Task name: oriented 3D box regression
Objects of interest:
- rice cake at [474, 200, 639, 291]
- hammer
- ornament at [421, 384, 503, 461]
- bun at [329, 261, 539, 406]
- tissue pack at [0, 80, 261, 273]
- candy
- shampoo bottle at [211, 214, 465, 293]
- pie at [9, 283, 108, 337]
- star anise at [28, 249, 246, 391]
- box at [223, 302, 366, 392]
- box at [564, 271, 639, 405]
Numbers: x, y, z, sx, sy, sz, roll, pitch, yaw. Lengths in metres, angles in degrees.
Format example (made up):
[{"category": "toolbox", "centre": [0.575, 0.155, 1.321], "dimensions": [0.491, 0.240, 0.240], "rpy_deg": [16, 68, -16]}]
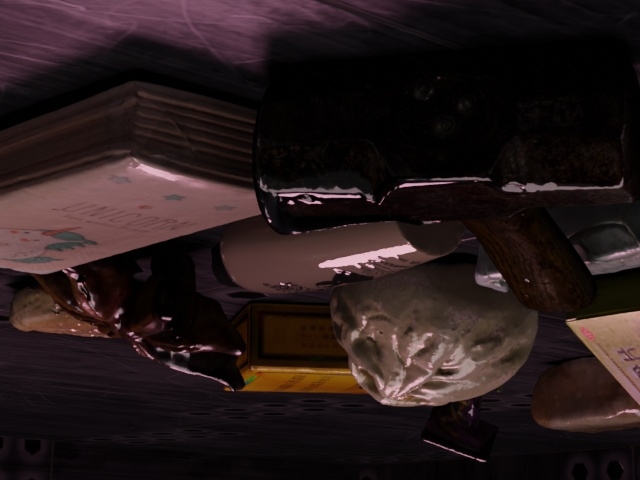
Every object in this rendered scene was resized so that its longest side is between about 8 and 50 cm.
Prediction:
[{"category": "rice cake", "centre": [0.248, -0.011, 1.320], "dimensions": [0.063, 0.066, 0.336], "rpy_deg": [19, 159, -33]}, {"category": "hammer", "centre": [0.127, -0.022, 1.153], "dimensions": [0.242, 0.095, 0.409], "rpy_deg": [-5, 163, 18]}, {"category": "ornament", "centre": [0.172, 0.140, 1.826], "dimensions": [0.081, 0.203, 0.088], "rpy_deg": [13, -152, 10]}, {"category": "bun", "centre": [0.111, 0.105, 1.680], "dimensions": [0.231, 0.133, 0.231], "rpy_deg": [6, 162, 2]}, {"category": "tissue pack", "centre": [-0.171, -0.039, 1.176], "dimensions": [0.170, 0.071, 0.325], "rpy_deg": [14, 161, -42]}, {"category": "candy", "centre": [0.410, 0.216, 2.287], "dimensions": [0.104, 0.102, 0.234], "rpy_deg": [11, 165, -40]}, {"category": "shampoo bottle", "centre": [0.000, 0.000, 1.340], "dimensions": [0.127, 0.078, 0.257], "rpy_deg": [9, 166, -40]}, {"category": "pie", "centre": [-0.251, 0.082, 1.789], "dimensions": [0.185, 0.052, 0.218], "rpy_deg": [-9, 167, 29]}, {"category": "star anise", "centre": [-0.175, 0.051, 1.566], "dimensions": [0.272, 0.102, 0.272], "rpy_deg": [25, 164, 7]}, {"category": "box", "centre": [0.044, 0.136, 1.956], "dimensions": [0.301, 0.084, 0.193], "rpy_deg": [3, 168, -12]}, {"category": "box", "centre": [0.404, 0.133, 1.699], "dimensions": [0.175, 0.062, 0.260], "rpy_deg": [-13, 129, 48]}]
